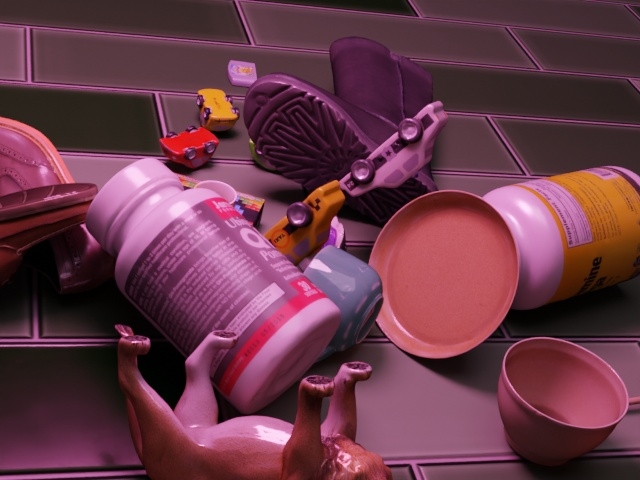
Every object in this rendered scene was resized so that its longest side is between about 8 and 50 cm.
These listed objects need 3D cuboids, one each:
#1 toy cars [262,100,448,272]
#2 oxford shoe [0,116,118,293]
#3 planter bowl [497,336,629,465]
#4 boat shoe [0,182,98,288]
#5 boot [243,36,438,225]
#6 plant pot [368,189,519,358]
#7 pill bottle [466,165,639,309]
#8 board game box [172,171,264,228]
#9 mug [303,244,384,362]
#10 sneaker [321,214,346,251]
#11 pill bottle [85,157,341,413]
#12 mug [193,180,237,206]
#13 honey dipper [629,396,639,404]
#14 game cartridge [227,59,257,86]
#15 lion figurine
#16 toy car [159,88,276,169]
[{"bbox_3d":[0.046,-0.056,1.501,0.393,0.176,0.087,-38,88,-20],"label":"toy cars"},{"bbox_3d":[-0.415,-0.057,1.454,0.363,0.130,0.132,36,46,28],"label":"oxford shoe"},{"bbox_3d":[0.296,0.217,1.335,0.162,0.109,0.162,9,36,-7],"label":"planter bowl"},{"bbox_3d":[-0.423,0.008,1.327,0.307,0.104,0.111,-16,14,-9],"label":"boat shoe"},{"bbox_3d":[0.046,-0.247,1.802,0.367,0.146,0.445,36,33,-21],"label":"boot"},{"bbox_3d":[0.173,0.048,1.454,0.236,0.236,0.032,43,13,35],"label":"plant pot"},{"bbox_3d":[0.345,0.000,1.588,0.333,0.188,0.188,-12,43,-32],"label":"pill bottle"},{"bbox_3d":[-0.184,-0.033,1.568,0.170,0.048,0.141,16,34,3],"label":"board game box"},{"bbox_3d":[0.020,0.096,1.407,0.097,0.158,0.129,28,13,15],"label":"mug"},{"bbox_3d":[0.000,0.000,1.591,0.071,0.068,0.170,-9,30,-7],"label":"sneaker"},{"bbox_3d":[-0.142,0.047,1.302,0.318,0.176,0.176,43,42,15],"label":"pill bottle"},{"bbox_3d":[-0.162,-0.043,1.492,0.078,0.064,0.062,5,37,-12],"label":"mug"},{"bbox_3d":[0.415,0.224,1.439,0.160,0.030,0.030,-5,39,-22],"label":"honey dipper"},{"bbox_3d":[-0.151,-0.322,2.013,0.056,0.017,0.083,2,36,-11],"label":"game cartridge"},{"bbox_3d":[-0.075,0.238,1.136,0.392,0.240,0.142,13,14,28],"label":"lion figurine"},{"bbox_3d":[-0.135,-0.163,1.764,0.225,0.053,0.239,17,35,4],"label":"toy car"}]
